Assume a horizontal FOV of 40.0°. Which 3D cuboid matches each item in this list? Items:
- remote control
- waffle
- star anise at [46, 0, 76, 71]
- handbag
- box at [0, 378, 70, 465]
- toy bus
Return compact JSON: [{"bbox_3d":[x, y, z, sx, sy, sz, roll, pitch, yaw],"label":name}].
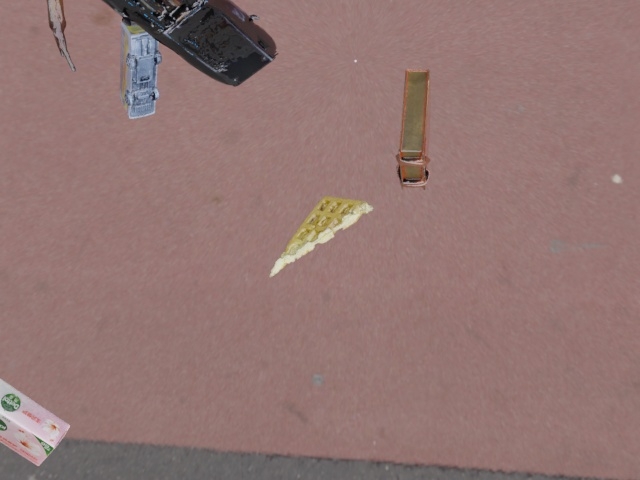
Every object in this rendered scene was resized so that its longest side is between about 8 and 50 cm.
[{"bbox_3d":[-0.211,-0.356,1.384,0.145,0.399,0.062,-33,60,19],"label":"remote control"},{"bbox_3d":[0.000,0.000,1.583,0.191,0.125,0.032,-56,134,-24],"label":"waffle"},{"bbox_3d":[-0.325,-0.297,1.029,0.140,0.158,0.144,35,107,23],"label":"star anise"},{"bbox_3d":[0.173,-0.200,1.606,0.063,0.127,0.190,2,63,9],"label":"handbag"},{"bbox_3d":[-0.438,0.267,1.280,0.125,0.043,0.089,35,136,-8],"label":"box"},{"bbox_3d":[-0.341,-0.319,1.638,0.064,0.190,0.075,-19,58,-28],"label":"toy bus"}]
